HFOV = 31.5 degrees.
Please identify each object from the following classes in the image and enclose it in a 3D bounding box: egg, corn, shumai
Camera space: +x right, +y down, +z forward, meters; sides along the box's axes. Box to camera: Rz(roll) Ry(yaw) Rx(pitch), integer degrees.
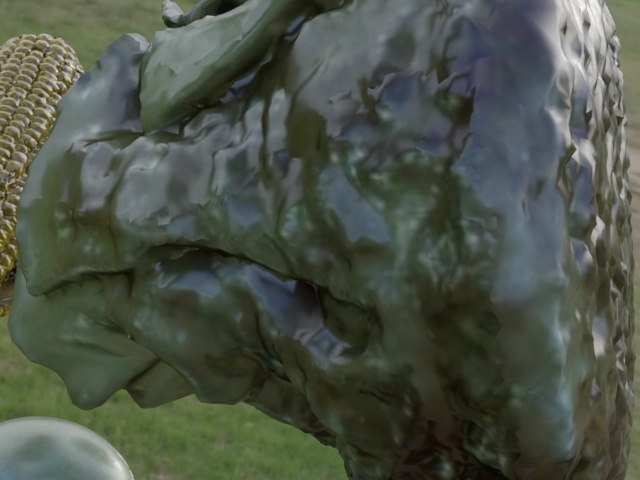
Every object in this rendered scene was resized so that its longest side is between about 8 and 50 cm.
[{"bbox_3d":[-0.227,0.202,0.931,0.152,0.114,0.114,6,15,8],"label":"egg"},{"bbox_3d":[-0.247,-0.056,0.876,0.106,0.106,0.293,11,52,-5],"label":"corn"},{"bbox_3d":[0.000,0.000,0.635,0.348,0.395,0.395,-3,13,13],"label":"shumai"}]
